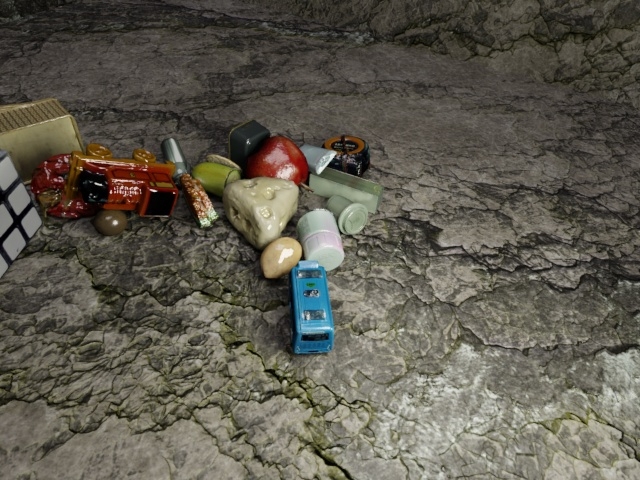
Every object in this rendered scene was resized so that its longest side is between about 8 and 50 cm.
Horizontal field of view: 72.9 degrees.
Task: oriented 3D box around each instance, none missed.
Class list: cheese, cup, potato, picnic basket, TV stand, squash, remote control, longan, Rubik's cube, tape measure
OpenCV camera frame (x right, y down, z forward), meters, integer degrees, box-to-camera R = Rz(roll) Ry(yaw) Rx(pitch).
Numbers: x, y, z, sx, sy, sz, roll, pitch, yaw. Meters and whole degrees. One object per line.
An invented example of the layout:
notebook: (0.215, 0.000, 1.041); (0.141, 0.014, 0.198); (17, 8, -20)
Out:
cheese: (-0.220, -0.098, 1.436); (0.248, 0.173, 0.251); (13, 50, 5)
cup: (0.086, -0.094, 1.513); (0.120, 0.120, 0.141); (-22, 38, -26)
potato: (-0.122, 0.055, 1.332); (0.147, 0.112, 0.112); (-38, 57, -11)
picnic basket: (-1.049, -0.355, 1.554); (0.313, 0.228, 0.175); (-32, 58, -33)
TV stand: (0.097, -0.193, 1.618); (0.269, 0.088, 0.083); (21, 45, 15)
squash: (-0.389, -0.226, 1.577); (0.187, 0.123, 0.123); (19, 46, 15)
remote control: (-0.034, -0.318, 1.651); (0.103, 0.051, 0.293); (-51, 28, -1)
longan: (-0.683, -0.063, 1.398); (0.113, 0.092, 0.113); (5, 41, -5)
Rubik's cube: (-1.051, -0.074, 1.223); (0.305, 0.303, 0.301); (7, 45, -2)
tape measure: (0.096, -0.328, 1.728); (0.202, 0.135, 0.223); (9, 42, 17)

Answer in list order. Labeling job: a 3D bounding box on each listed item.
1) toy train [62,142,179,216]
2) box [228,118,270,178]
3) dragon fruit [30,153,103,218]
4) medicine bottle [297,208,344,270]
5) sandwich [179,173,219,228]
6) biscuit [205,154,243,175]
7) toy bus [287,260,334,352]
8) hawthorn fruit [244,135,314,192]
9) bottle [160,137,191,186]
toy train: (-0.620, -0.184, 1.410); (0.369, 0.163, 0.231); (-2, 39, -44)
box: (-0.267, -0.342, 1.652); (0.090, 0.201, 0.144); (35, 50, 21)
dragon fruit: (-0.851, -0.188, 1.466); (0.317, 0.152, 0.205); (-1, 46, -8)
medicine bottle: (0.000, 0.000, 1.383); (0.135, 0.135, 0.168); (-5, 45, -11)
sandwich: (-0.418, -0.148, 1.480); (0.079, 0.159, 0.235); (-22, 32, -19)
biscuit: (-0.357, -0.277, 1.618); (0.152, 0.152, 0.020); (17, 72, 11)
toy bus: (-0.029, 0.179, 1.200); (0.113, 0.134, 0.246); (-1, 46, -8)
hawthorn fruit: (-0.137, -0.247, 1.568); (0.266, 0.210, 0.230); (33, 58, 19)
bottle: (-0.549, -0.305, 1.658); (0.096, 0.079, 0.253); (-43, 49, 14)
